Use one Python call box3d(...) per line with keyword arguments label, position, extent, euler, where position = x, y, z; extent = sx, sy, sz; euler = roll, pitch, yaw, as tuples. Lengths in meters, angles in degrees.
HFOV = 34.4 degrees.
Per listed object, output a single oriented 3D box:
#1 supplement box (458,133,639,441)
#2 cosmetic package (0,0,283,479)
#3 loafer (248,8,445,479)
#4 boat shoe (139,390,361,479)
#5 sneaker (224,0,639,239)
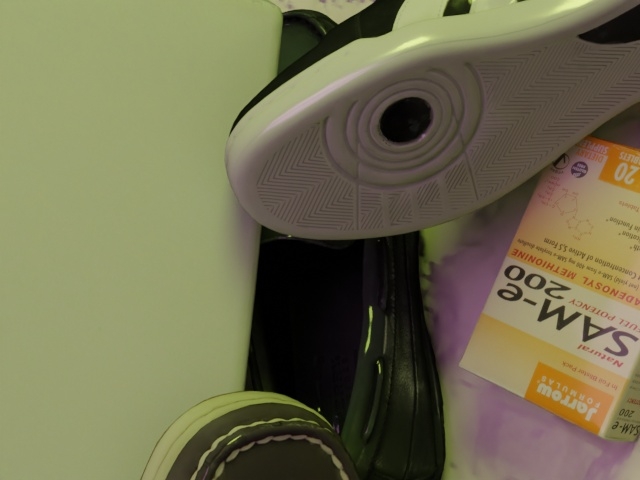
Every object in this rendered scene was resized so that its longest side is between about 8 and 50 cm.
box3d(label="supplement box", position=(0.101, 0.016, 0.376), extent=(0.062, 0.036, 0.098), euler=(24, 92, 35))
box3d(label="cosmetic package", position=(-0.156, 0.129, 0.398), extent=(0.230, 0.162, 0.453), euler=(-10, 72, 56))
box3d(label="loafer", position=(0.000, 0.000, 0.419), extent=(0.076, 0.078, 0.223), euler=(-19, 69, 27))
box3d(label="boat shoe", position=(-0.002, 0.188, 0.300), extent=(0.092, 0.103, 0.285), euler=(-12, 77, 61))
box3d(label="sneaker", position=(0.058, -0.086, 0.382), extent=(0.217, 0.079, 0.121), euler=(-24, 44, 0))
